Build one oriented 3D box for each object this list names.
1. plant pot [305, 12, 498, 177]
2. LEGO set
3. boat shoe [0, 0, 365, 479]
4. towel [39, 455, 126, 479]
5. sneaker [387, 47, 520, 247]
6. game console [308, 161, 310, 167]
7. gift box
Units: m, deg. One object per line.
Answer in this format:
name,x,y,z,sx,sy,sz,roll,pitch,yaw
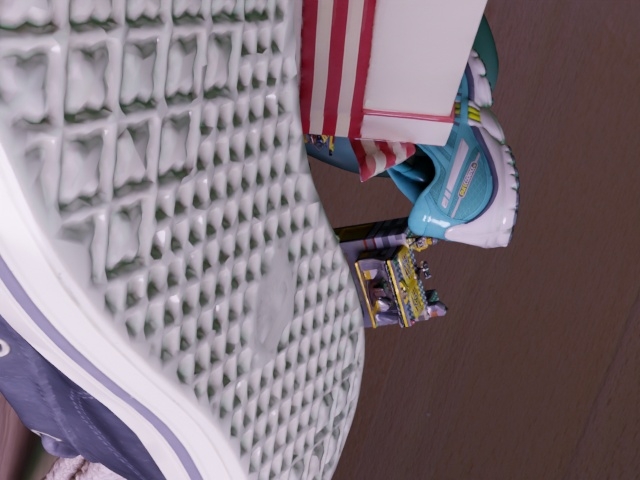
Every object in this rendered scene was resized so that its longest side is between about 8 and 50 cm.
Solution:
plant pot,0.056,-0.208,1.470,0.293,0.235,0.293,-43,-154,26
LEGO set,0.000,0.000,1.230,0.255,0.192,0.331,-37,116,-65
boat shoe,-0.095,-0.033,0.499,0.500,0.156,0.187,75,36,-55
towel,-0.109,0.149,0.907,0.187,0.049,0.282,-20,163,-35
sneaker,0.104,-0.104,1.207,0.275,0.110,0.107,-103,-162,-46
game console,-0.080,-0.129,0.839,0.213,0.044,0.361,36,-44,48
gift box,0.002,-0.212,1.087,0.258,0.255,0.276,100,-1,-66
